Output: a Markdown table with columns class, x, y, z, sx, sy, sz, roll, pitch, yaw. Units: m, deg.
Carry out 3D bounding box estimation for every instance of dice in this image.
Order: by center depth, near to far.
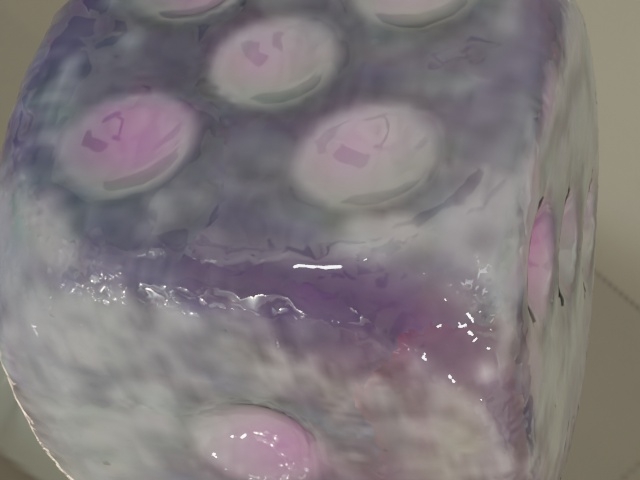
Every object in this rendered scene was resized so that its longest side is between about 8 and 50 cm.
| class | x | y | z | sx | sy | sz | roll | pitch | yaw |
| --- | --- | --- | --- | --- | --- | --- | --- | --- | --- |
| dice | 0.000 | 0.000 | 0.933 | 0.270 | 0.271 | 0.270 | 4 | 141 | 16 |
